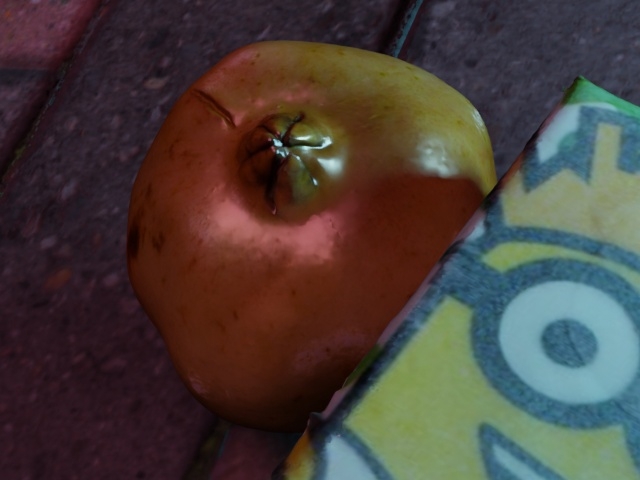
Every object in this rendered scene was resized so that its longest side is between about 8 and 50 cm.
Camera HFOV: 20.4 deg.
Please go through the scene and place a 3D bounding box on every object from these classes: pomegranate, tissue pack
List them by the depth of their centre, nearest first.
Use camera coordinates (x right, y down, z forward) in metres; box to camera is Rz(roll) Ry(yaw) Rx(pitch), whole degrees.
[{"bbox_3d":[0.119,0.103,0.753,0.228,0.128,0.311,32,58,12],"label":"tissue pack"},{"bbox_3d":[0.002,0.001,0.931,0.209,0.209,0.209,-14,48,16],"label":"pomegranate"}]
